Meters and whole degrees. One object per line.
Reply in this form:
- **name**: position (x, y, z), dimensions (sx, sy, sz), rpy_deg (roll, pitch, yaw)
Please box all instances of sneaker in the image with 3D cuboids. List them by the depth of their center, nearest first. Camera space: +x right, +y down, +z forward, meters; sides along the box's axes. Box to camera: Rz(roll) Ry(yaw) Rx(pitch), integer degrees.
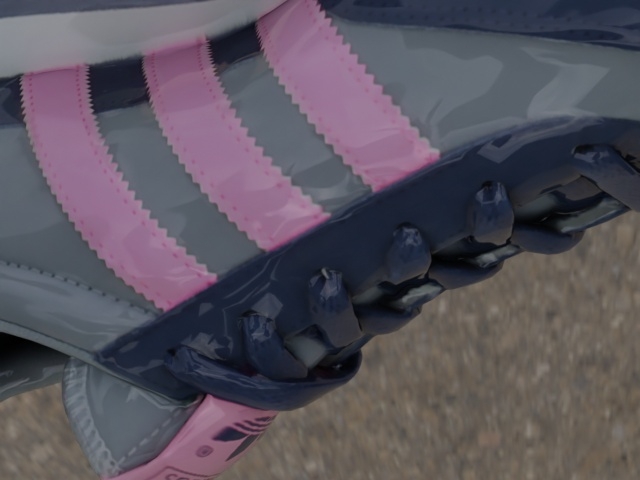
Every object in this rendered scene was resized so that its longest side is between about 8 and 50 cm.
- **sneaker**: position (0.000, 0.000, 0.474), dimensions (0.319, 0.112, 0.131), rpy_deg (-8, 71, 34)
